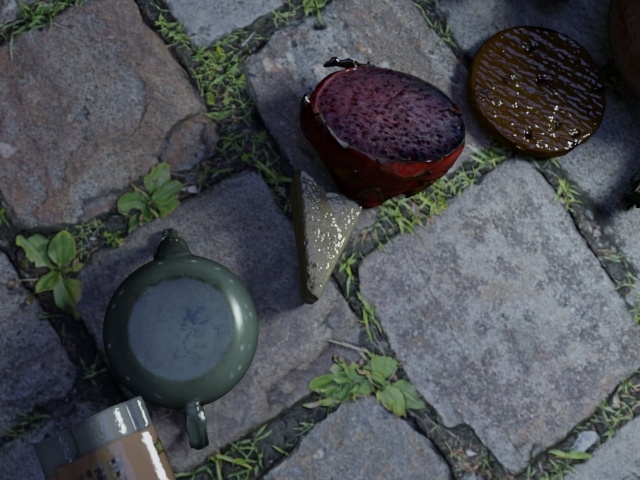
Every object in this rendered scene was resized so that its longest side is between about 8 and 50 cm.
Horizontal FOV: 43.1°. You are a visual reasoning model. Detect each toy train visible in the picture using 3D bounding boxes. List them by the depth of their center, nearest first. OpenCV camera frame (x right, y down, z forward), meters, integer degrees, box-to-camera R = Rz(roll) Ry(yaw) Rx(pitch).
[{"bbox_3d":[0.491,-0.102,1.175,0.038,0.071,0.148,40,77,3],"label":"toy train"}]

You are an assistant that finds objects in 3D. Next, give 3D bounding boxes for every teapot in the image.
[{"bbox_3d":[-0.175,0.116,1.028,0.193,0.129,0.295,-9,81,-8],"label":"teapot"}]

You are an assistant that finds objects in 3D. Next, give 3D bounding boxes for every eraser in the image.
[{"bbox_3d":[-0.227,0.349,0.958,0.171,0.087,0.291,-29,81,26],"label":"eraser"}]

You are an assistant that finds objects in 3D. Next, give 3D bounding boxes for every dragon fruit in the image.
[{"bbox_3d":[0.077,-0.124,1.113,0.223,0.148,0.218,19,45,7],"label":"dragon fruit"}]

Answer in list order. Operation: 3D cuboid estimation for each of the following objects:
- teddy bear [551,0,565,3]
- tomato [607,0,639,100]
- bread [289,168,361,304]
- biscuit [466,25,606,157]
[{"bbox_3d":[0.337,-0.470,1.198,0.267,0.151,0.236,-16,87,-7],"label":"teddy bear"},{"bbox_3d":[0.566,-0.314,1.132,0.316,0.282,0.317,-1,72,4],"label":"tomato"},{"bbox_3d":[-0.021,-0.003,1.092,0.105,0.077,0.152,28,73,-4],"label":"bread"},{"bbox_3d":[0.318,-0.221,1.200,0.212,0.036,0.212,1,76,-5],"label":"biscuit"}]
